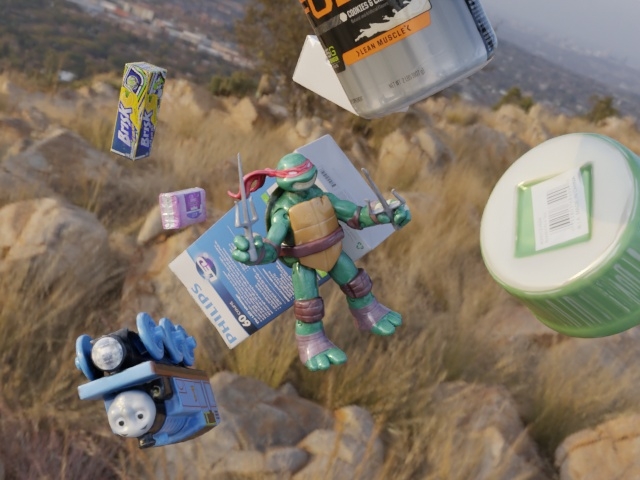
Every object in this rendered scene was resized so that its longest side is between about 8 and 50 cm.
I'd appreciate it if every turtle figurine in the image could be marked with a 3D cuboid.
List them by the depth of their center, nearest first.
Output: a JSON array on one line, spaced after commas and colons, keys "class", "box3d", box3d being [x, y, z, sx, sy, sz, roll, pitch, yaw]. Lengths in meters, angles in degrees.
[{"class": "turtle figurine", "box3d": [0.000, 0.000, 0.772, 0.175, 0.234, 0.118, -21, 23, -9]}]

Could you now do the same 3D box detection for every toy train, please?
[{"class": "toy train", "box3d": [-0.146, 0.126, 0.690, 0.184, 0.080, 0.105, 63, 6, -77]}]

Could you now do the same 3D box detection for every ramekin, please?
[{"class": "ramekin", "box3d": [0.392, -0.016, 1.215, 0.148, 0.303, 0.303, 29, 13, -36]}]

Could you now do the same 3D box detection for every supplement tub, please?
[{"class": "supplement tub", "box3d": [0.063, -0.321, 0.940, 0.315, 0.194, 0.193, 62, 17, -11]}]

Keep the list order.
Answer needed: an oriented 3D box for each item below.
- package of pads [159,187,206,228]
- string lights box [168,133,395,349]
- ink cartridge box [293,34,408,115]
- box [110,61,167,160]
[{"class": "package of pads", "box3d": [-0.194, -0.046, 1.124, 0.032, 0.050, 0.083, 1, 10, 22]}, {"class": "string lights box", "box3d": [-0.051, 0.008, 0.926, 0.133, 0.260, 0.077, 53, 37, 1]}, {"class": "ink cartridge box", "box3d": [0.080, -0.340, 1.640, 0.172, 0.100, 0.237, 32, 24, 21]}, {"class": "box", "box3d": [-0.330, -0.234, 1.442, 0.054, 0.168, 0.059, 22, 22, 15]}]
